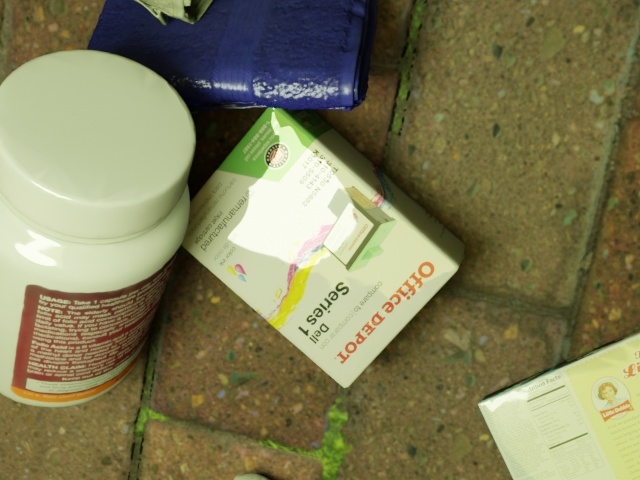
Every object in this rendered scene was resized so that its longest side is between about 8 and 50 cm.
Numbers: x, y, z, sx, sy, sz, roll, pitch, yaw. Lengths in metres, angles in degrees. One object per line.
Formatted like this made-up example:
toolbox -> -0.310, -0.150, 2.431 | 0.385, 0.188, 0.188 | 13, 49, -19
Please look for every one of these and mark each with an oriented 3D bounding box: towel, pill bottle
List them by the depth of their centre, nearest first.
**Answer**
pill bottle -> -0.264, -0.001, 1.082 | 0.224, 0.224, 0.392 | 33, 141, 3
towel -> -0.093, -0.222, 1.120 | 0.308, 0.227, 0.076 | 2, 141, 10

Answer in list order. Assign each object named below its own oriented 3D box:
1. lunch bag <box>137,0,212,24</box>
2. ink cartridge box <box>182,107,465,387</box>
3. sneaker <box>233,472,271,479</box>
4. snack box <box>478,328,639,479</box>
lunch bag -> -0.180, -0.395, 1.068 | 0.235, 0.169, 0.287 | 27, 93, 13
ink cartridge box -> 0.000, 0.000, 1.176 | 0.278, 0.117, 0.201 | 41, 106, 1
sneaker -> -0.116, 0.411, 1.305 | 0.121, 0.099, 0.262 | 32, 98, 10
snack box -> 0.366, 0.205, 1.163 | 0.322, 0.060, 0.187 | -26, 83, 15
